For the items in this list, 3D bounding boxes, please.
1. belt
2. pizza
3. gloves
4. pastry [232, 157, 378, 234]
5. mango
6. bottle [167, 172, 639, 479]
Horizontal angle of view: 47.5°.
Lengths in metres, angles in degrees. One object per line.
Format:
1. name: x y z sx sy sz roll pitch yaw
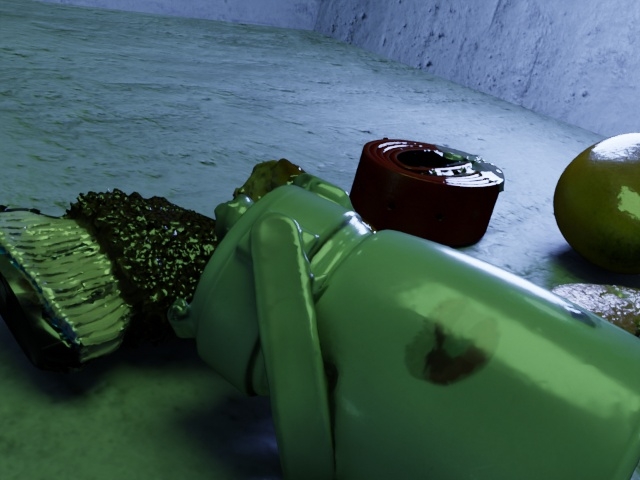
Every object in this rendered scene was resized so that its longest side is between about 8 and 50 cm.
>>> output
1. belt: 0.185 -0.091 1.239 0.227 0.115 0.324 29 25 29
2. pizza: 0.374 0.099 0.987 0.271 0.056 0.134 -6 28 -45
3. gloves: -0.156 0.029 0.702 0.210 0.135 0.312 22 19 33
4. pastry: 0.000 0.000 0.825 0.218 0.100 0.229 41 -2 1
5. mango: 0.544 -0.059 1.271 0.264 0.221 0.378 28 34 20
6. bottle: 0.042 0.091 0.547 0.352 0.229 0.229 30 25 14
